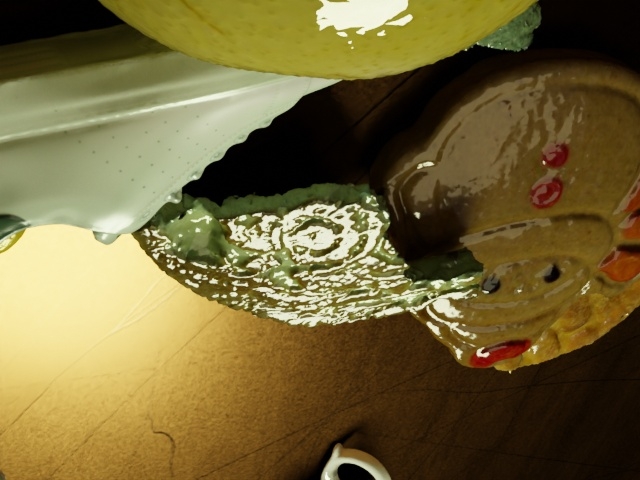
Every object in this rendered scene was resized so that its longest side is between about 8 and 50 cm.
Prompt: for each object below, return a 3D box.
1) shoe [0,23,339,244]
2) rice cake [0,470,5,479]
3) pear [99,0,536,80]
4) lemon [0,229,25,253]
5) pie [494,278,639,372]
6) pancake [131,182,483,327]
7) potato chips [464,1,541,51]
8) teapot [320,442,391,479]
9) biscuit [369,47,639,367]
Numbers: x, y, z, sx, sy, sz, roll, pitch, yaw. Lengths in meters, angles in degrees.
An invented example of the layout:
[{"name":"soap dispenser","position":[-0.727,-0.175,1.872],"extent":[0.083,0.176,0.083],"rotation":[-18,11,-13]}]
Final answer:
[{"name":"shoe","position":[-0.120,-0.075,0.835],"extent":[0.362,0.132,0.160],"rotation":[-15,119,-21]},{"name":"rice cake","position":[-0.427,0.255,1.082],"extent":[0.189,0.037,0.198],"rotation":[-38,146,3]},{"name":"pear","position":[-0.003,-0.246,0.583],"extent":[0.348,0.348,0.348],"rotation":[-22,143,-18]},{"name":"lemon","position":[-0.258,-0.018,0.875],"extent":[0.092,0.065,0.065],"rotation":[-45,145,-1]},{"name":"pie","position":[0.306,0.030,1.390],"extent":[0.339,0.083,0.339],"rotation":[-21,141,-19]},{"name":"pancake","position":[-0.009,0.002,1.047],"extent":[0.376,0.054,0.197],"rotation":[15,139,-33]},{"name":"potato chips","position":[0.113,-0.216,0.956],"extent":[0.228,0.059,0.167],"rotation":[-15,150,-26]},{"name":"teapot","position":[0.018,0.404,1.549],"extent":[0.298,0.139,0.204],"rotation":[-58,166,25]},{"name":"biscuit","position":[0.215,-0.021,1.192],"extent":[0.358,0.074,0.381],"rotation":[-6,124,-17]}]
